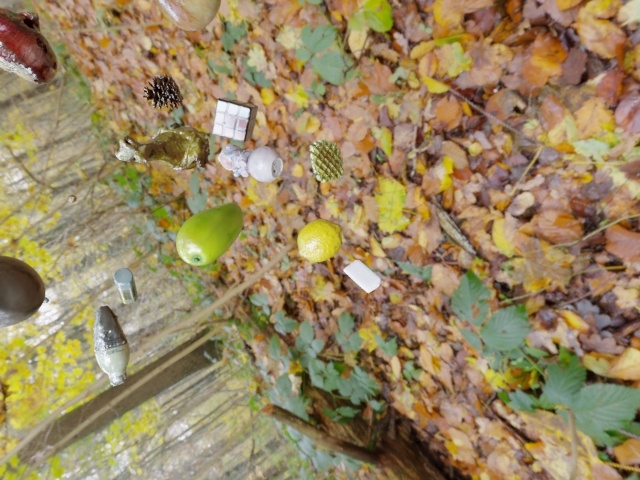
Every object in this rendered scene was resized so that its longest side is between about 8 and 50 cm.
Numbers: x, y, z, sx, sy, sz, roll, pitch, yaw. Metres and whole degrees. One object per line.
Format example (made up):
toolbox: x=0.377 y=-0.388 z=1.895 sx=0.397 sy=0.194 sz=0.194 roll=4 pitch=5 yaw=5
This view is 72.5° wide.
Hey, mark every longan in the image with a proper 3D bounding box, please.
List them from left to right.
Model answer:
longan: x=-0.818 y=0.128 z=1.097 sx=0.198 sy=0.212 sz=0.198 roll=1 pitch=91 yaw=39

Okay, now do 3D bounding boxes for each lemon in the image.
lemon: x=-0.001 y=0.002 z=1.844 sx=0.180 sy=0.193 sz=0.180 roll=29 pitch=162 yaw=10

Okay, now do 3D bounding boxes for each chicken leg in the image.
chicken leg: x=-0.483 y=-0.288 z=1.434 sx=0.361 sy=0.211 sz=0.140 roll=-70 pitch=-3 yaw=-63

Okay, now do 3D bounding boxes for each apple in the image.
apple: x=-0.505 y=-0.925 z=1.623 sx=0.256 sy=0.234 sz=0.257 roll=3 pitch=95 yaw=33

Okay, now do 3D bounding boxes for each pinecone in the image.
pinecone: x=-0.717 y=-0.662 z=1.966 sx=0.163 sy=0.165 sz=0.163 roll=164 pitch=90 yaw=-87

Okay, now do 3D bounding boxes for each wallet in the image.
wallet: x=0.197 y=0.164 z=2.021 sx=0.190 sy=0.095 sz=0.033 roll=39 pitch=159 yaw=41

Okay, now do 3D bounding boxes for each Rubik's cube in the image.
Rubik's cube: x=-0.387 y=-0.549 z=1.981 sx=0.162 sy=0.163 sz=0.161 roll=-74 pitch=-1 yaw=-70

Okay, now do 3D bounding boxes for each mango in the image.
mango: x=-0.411 y=-0.041 z=1.662 sx=0.192 sy=0.343 sz=0.156 roll=23 pitch=131 yaw=11

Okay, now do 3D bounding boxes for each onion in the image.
onion: x=-0.927 y=-0.614 z=1.333 sx=0.272 sy=0.195 sz=0.272 roll=33 pitch=168 yaw=8

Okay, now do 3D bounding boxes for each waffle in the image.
waffle: x=0.028 y=-0.318 z=1.738 sx=0.036 sy=0.183 sz=0.169 roll=-7 pitch=99 yaw=42

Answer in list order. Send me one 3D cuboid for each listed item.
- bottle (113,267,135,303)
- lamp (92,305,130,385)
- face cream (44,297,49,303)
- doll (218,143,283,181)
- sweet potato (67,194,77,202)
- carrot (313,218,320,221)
bottle: x=-0.883 y=0.212 z=1.985 sx=0.082 sy=0.082 sz=0.286 roll=55 pitch=151 yaw=11
lamp: x=-0.650 y=0.325 z=1.355 sx=0.101 sy=0.101 sz=0.250 roll=148 pitch=106 yaw=-74
face cream: x=-1.415 y=0.226 z=2.023 sx=0.311 sy=0.092 sz=0.092 roll=25 pitch=165 yaw=-7
doll: x=-0.293 y=-0.326 z=1.780 sx=0.287 sy=0.151 sz=0.151 roll=16 pitch=144 yaw=26
sweet potato: x=-1.006 y=-0.169 z=1.767 sx=0.095 sy=0.034 sz=0.034 roll=2 pitch=122 yaw=60
carrot: x=0.009 y=-0.048 z=2.373 sx=0.066 sy=0.062 sz=0.271 roll=61 pitch=179 yaw=27
